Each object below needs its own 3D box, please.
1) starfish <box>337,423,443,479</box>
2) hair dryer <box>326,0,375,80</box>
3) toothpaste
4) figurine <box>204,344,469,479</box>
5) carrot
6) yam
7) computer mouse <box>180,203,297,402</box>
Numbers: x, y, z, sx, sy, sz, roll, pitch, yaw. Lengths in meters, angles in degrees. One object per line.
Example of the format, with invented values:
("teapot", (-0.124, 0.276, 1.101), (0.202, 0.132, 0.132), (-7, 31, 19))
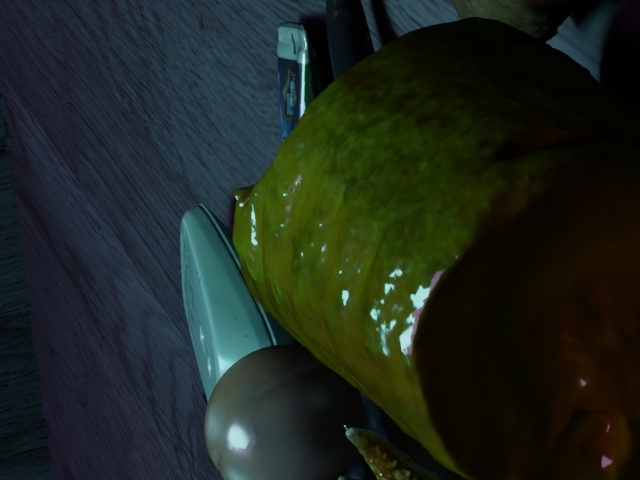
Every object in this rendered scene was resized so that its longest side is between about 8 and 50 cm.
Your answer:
("starfish", (0.142, 0.223, 1.029), (0.347, 0.078, 0.358), (36, 168, -2))
("hair dryer", (0.033, -0.103, 1.410), (0.303, 0.120, 0.359), (93, 170, -74))
("toothpaste", (0.000, 0.000, 1.563), (0.099, 0.061, 0.392), (-148, 48, -73))
("figurine", (0.000, 0.248, 1.449), (0.388, 0.248, 0.276), (134, 123, -62))
("carrot", (0.097, -0.001, 1.031), (0.341, 0.242, 0.241), (40, 140, 52))
("yam", (0.133, -0.170, 1.053), (0.127, 0.084, 0.084), (138, 117, -66))
("computer mouse", (-0.081, 0.083, 1.798), (0.288, 0.097, 0.159), (-109, 15, -52))
